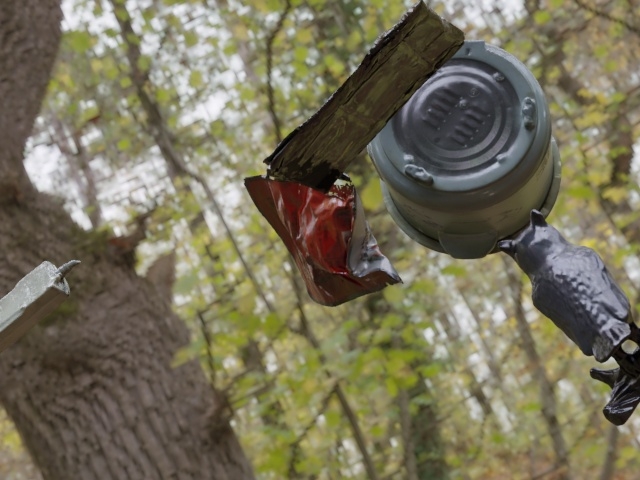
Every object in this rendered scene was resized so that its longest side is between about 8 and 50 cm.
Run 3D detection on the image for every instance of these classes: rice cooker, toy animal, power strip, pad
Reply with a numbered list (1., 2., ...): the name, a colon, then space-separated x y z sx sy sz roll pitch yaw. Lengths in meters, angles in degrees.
1. rice cooker: 0.202 -0.126 1.656 0.264 0.316 0.316 -4 -17 11
2. toy animal: 0.248 0.068 1.147 0.121 0.210 0.117 -55 -16 25
3. power strip: -0.326 0.081 1.238 0.191 0.047 0.030 -39 -48 3
4. pad: 0.048 -0.144 1.217 0.233 0.022 0.174 -47 -18 14

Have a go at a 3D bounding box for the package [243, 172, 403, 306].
1. package: 0.000 0.000 1.431 0.071 0.194 0.269 -26 12 -30
